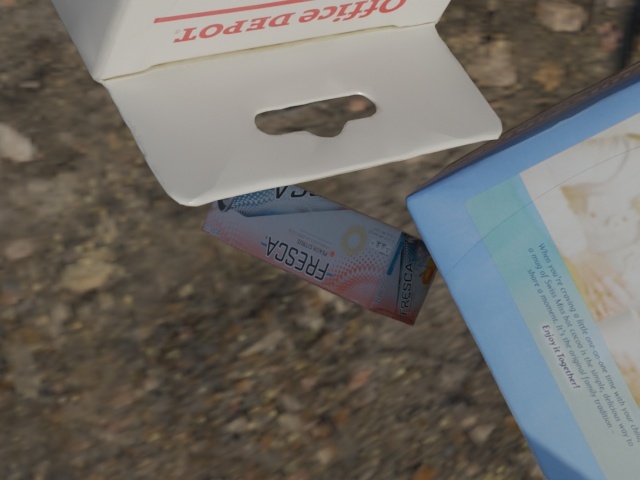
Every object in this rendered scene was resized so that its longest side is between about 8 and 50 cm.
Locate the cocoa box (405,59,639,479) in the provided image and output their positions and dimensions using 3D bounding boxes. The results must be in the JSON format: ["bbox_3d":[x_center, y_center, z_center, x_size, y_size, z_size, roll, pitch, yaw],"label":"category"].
[{"bbox_3d":[0.243,0.061,1.256,0.231,0.228,0.347,-27,92,16],"label":"cocoa box"}]

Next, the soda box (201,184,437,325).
[{"bbox_3d":[0.000,0.000,1.445,0.183,0.058,0.063,24,91,40],"label":"soda box"}]

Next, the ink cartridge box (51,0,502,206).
[{"bbox_3d":[-0.048,-0.201,0.945,0.353,0.207,0.119,59,143,24],"label":"ink cartridge box"}]
